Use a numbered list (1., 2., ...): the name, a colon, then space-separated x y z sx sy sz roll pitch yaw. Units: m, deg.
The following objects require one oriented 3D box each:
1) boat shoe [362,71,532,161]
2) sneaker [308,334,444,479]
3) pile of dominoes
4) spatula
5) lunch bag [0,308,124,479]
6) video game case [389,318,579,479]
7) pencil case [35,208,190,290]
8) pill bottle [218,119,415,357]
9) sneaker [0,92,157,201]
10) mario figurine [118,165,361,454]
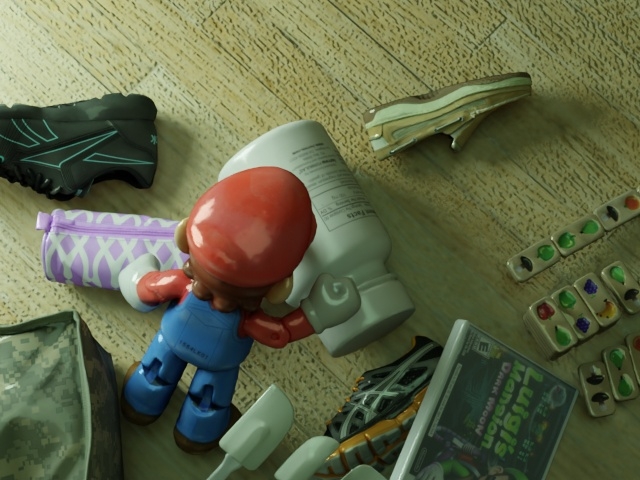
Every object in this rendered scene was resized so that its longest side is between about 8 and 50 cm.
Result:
1. boat shoe: 0.146 -0.132 1.588 0.190 0.068 0.072 -16 88 7
2. sneaker: 0.056 0.181 1.499 0.215 0.084 0.083 -33 59 -9
3. pile of dominoes: 0.338 0.049 1.526 0.251 0.040 0.196 -29 77 -14
4. spatula: -0.063 0.284 1.444 0.168 0.019 0.242 40 98 -8
5. lunch bag: -0.275 0.236 1.402 0.168 0.235 0.287 -8 76 -2
6. video game case: 0.169 0.202 1.466 0.173 0.022 0.190 31 75 -29
7. pencil case: -0.194 0.011 1.536 0.206 0.088 0.086 2 63 2
8. pill bottle: 0.000 0.000 1.514 0.131 0.131 0.229 -29 76 -6
9. sneaker: -0.301 -0.095 1.545 0.267 0.101 0.106 -7 88 -16
10. mario figurine: -0.085 0.056 1.445 0.198 0.321 0.170 9 37 -25
